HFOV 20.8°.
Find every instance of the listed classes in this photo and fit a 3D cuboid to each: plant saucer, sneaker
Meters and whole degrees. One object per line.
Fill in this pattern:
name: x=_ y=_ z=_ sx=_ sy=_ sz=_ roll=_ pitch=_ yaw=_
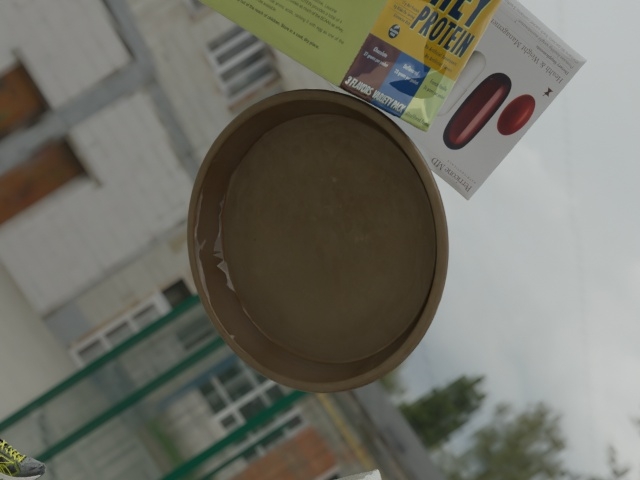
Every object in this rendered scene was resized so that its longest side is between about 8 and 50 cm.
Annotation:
plant saucer: x=0.000 y=0.000 z=1.592 sx=0.278 sy=0.278 sz=0.041 roll=55 pitch=29 yaw=15
sneaker: x=-0.304 y=0.209 z=1.676 sx=0.031 sy=0.083 sz=0.035 roll=-64 pitch=161 yaw=-70

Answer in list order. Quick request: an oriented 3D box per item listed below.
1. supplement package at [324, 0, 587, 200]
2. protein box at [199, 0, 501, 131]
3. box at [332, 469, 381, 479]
supplement package: x=0.143 y=-0.194 z=1.942 sx=0.194 sy=0.203 sz=0.149 roll=37 pitch=8 yaw=-21
protein box: x=0.041 y=-0.238 z=1.507 sx=0.200 sy=0.201 sz=0.136 roll=35 pitch=9 yaw=39
box: x=0.026 y=0.367 z=1.519 sx=0.148 sy=0.121 sz=0.311 roll=33 pitch=42 yaw=-80
